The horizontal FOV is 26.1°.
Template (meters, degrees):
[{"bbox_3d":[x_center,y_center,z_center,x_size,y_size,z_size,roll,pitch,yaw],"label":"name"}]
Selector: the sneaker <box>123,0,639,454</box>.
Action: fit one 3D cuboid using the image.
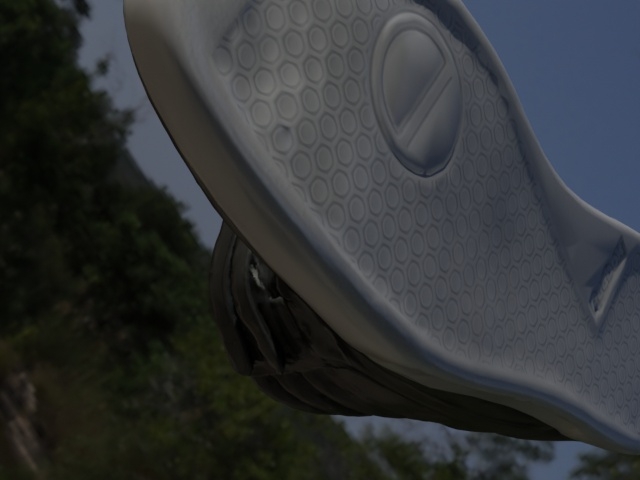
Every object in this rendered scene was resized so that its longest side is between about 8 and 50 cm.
[{"bbox_3d":[0.000,0.001,0.442,0.146,0.105,0.295,0,-22,35],"label":"sneaker"}]
